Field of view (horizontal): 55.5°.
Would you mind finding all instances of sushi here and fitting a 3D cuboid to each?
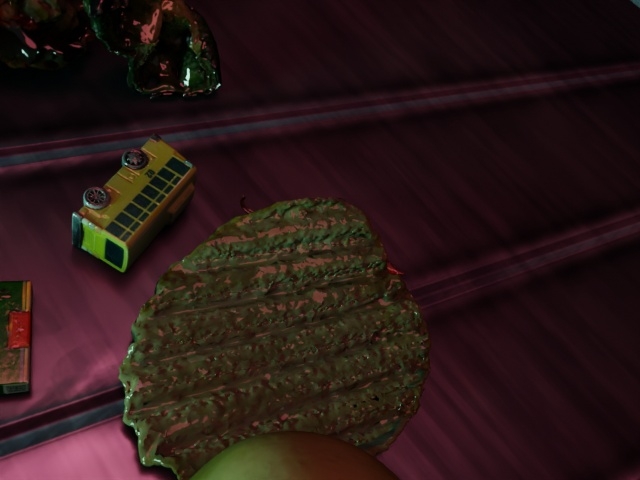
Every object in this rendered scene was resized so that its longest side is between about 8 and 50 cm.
[{"bbox_3d":[-0.445,-0.367,0.900,0.238,0.219,0.225,9,12,3],"label":"sushi"}]

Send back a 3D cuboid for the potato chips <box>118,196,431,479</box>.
[{"bbox_3d":[-0.045,0.125,0.783,0.429,0.070,0.358,-13,72,-25],"label":"potato chips"}]

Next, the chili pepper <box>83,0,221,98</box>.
[{"bbox_3d":[-0.262,-0.317,0.934,0.264,0.116,0.148,30,58,-56],"label":"chili pepper"}]

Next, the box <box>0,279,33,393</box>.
[{"bbox_3d":[-0.445,0.110,0.664,0.235,0.034,0.132,0,58,-22],"label":"box"}]

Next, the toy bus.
[{"bbox_3d":[-0.245,-0.051,0.822,0.101,0.088,0.175,32,54,0],"label":"toy bus"}]

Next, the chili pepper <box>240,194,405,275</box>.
[{"bbox_3d":[0.000,0.000,0.906,0.268,0.050,0.059,22,72,-8],"label":"chili pepper"}]

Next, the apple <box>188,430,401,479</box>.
[{"bbox_3d":[-0.030,0.320,0.554,0.258,0.233,0.295,29,91,-26],"label":"apple"}]
